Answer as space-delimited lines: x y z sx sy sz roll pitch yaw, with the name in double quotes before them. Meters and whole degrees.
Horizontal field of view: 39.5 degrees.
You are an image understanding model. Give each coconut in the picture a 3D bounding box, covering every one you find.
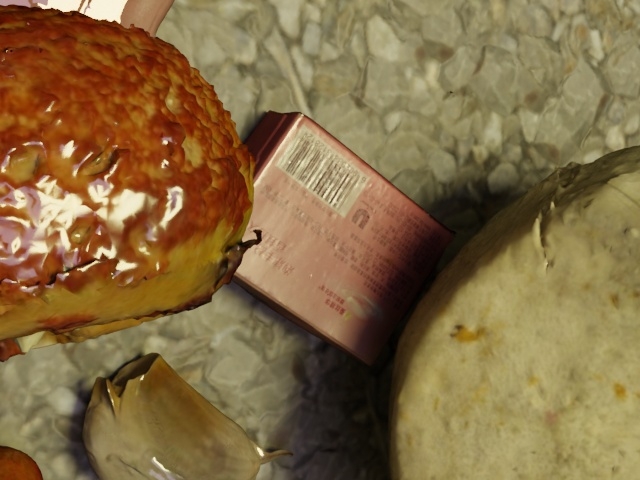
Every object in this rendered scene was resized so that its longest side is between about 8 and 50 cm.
"coconut" 0.233 0.124 0.573 0.360 0.346 0.346 19 88 -50

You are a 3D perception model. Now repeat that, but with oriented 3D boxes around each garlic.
"garlic" -0.083 0.134 0.551 0.152 0.066 0.084 43 75 -24

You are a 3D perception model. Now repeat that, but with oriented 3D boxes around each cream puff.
"cream puff" -0.146 -0.022 0.414 0.240 0.240 0.164 -5 78 -27

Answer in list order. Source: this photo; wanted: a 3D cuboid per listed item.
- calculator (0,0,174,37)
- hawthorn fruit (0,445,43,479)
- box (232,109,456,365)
"calculator" -0.191 -0.215 0.455 0.329 0.048 0.220 27 86 -26
"hawthorn fruit" -0.201 0.154 0.493 0.093 0.081 0.081 1 98 1
"box" 0.000 0.000 0.580 0.156 0.060 0.111 38 80 -24
